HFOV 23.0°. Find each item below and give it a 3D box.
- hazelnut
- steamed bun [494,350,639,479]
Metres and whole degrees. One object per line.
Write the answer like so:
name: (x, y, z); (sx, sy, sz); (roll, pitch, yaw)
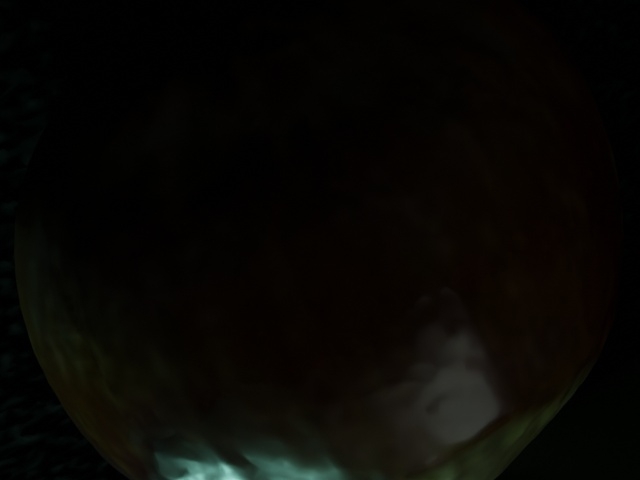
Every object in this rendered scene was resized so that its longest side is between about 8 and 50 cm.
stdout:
hazelnut: (0.000, 0.000, 0.396); (0.154, 0.143, 0.143); (-22, 149, 5)
steamed bun: (0.216, 0.160, 0.699); (0.273, 0.290, 0.272); (13, 109, -42)
